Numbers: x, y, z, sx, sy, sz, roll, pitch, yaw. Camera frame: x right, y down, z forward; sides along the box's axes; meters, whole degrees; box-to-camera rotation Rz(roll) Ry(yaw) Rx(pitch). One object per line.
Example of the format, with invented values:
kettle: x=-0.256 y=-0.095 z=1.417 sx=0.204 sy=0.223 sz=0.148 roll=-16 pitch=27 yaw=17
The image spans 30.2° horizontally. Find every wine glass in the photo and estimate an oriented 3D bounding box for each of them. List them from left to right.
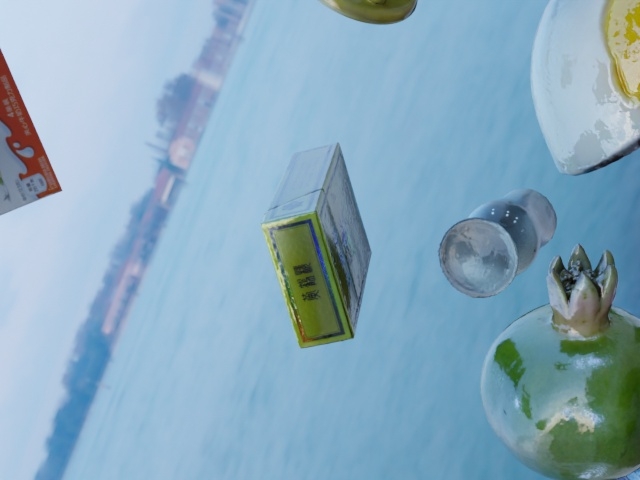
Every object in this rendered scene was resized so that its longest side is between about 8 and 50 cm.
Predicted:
wine glass: x=0.237 y=-0.004 z=1.529 sx=0.231 sy=0.103 sz=0.103 roll=-26 pitch=-36 yaw=-62

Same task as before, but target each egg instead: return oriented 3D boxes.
egg: x=0.383 y=-0.263 z=1.540 sx=0.337 sy=0.201 sz=0.337 roll=-43 pitch=9 yaw=8

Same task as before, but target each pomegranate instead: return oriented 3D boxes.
pomegranate: x=0.244 y=0.115 z=1.115 sx=0.187 sy=0.187 sz=0.225 roll=-82 pitch=-13 yaw=-62

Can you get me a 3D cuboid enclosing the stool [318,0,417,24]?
stool: x=0.045 y=-0.237 z=0.892 sx=0.110 sy=0.134 sz=0.135 roll=-61 pitch=40 yaw=41

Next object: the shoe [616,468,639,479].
shoe: x=0.397 y=0.242 z=1.291 sx=0.091 sy=0.207 sz=0.106 roll=51 pitch=144 yaw=46

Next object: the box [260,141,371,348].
box: x=0.001 y=0.000 z=1.234 sx=0.220 sy=0.064 sz=0.141 roll=-77 pitch=-27 yaw=-67

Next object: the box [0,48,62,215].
box: x=-0.529 y=-0.147 z=1.664 sx=0.265 sy=0.273 sz=0.048 roll=-29 pitch=11 yaw=-39
